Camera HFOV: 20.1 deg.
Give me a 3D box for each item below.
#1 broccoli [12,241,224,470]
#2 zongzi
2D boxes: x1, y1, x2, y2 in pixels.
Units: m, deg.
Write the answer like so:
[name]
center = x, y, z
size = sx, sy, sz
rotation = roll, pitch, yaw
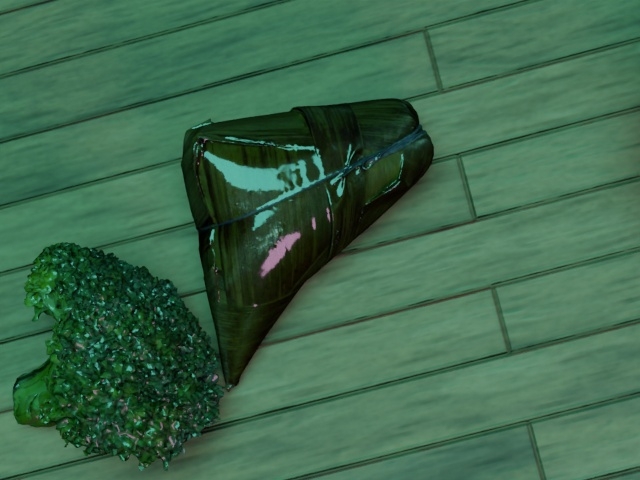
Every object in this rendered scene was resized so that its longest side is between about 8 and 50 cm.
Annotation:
[broccoli]
center = -0.203, 0.111, 1.561
size = 0.194, 0.194, 0.219
rotation = -25, 85, 2
[zongzi]
center = 0.000, 0.000, 1.593
size = 0.221, 0.112, 0.242
rotation = -10, 96, -4
